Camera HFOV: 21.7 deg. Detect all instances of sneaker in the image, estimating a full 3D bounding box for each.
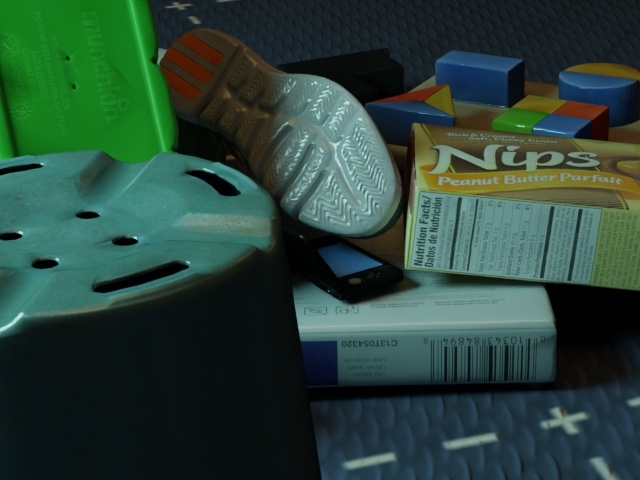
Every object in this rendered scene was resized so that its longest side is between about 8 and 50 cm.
[{"bbox_3d":[-0.007,-0.090,1.619,0.321,0.124,0.180,42,5,35],"label":"sneaker"}]

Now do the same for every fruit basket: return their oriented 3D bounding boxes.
[{"bbox_3d":[-0.292,-0.100,1.548,0.283,0.392,0.392,-10,24,-25],"label":"fruit basket"}]

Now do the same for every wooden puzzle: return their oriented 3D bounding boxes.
[{"bbox_3d":[0.212,-0.141,1.832,0.322,0.080,0.348,11,23,29],"label":"wooden puzzle"}]

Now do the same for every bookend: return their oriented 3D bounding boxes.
[{"bbox_3d":[0.045,-0.172,2.053,0.157,0.072,0.156,-12,26,-21],"label":"bookend"}]

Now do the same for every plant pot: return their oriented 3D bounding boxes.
[{"bbox_3d":[-0.142,0.139,1.042,0.341,0.334,0.341,-3,23,1],"label":"plant pot"}]

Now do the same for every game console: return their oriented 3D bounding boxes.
[{"bbox_3d":[0.000,0.000,1.495,0.107,0.071,0.122,-15,26,-29],"label":"game console"}]

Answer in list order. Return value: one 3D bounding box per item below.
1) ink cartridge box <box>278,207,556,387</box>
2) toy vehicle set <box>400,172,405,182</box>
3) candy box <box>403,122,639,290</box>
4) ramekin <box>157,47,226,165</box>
[{"bbox_3d":[0.043,0.042,1.572,0.324,0.071,0.330,-2,20,2],"label":"ink cartridge box"},{"bbox_3d":[0.157,-0.110,1.943,0.166,0.035,0.267,4,25,15],"label":"toy vehicle set"},{"bbox_3d":[0.236,-0.029,1.538,0.316,0.087,0.183,5,22,0],"label":"candy box"},{"bbox_3d":[-0.238,-0.126,1.797,0.303,0.148,0.303,9,15,-2],"label":"ramekin"}]
